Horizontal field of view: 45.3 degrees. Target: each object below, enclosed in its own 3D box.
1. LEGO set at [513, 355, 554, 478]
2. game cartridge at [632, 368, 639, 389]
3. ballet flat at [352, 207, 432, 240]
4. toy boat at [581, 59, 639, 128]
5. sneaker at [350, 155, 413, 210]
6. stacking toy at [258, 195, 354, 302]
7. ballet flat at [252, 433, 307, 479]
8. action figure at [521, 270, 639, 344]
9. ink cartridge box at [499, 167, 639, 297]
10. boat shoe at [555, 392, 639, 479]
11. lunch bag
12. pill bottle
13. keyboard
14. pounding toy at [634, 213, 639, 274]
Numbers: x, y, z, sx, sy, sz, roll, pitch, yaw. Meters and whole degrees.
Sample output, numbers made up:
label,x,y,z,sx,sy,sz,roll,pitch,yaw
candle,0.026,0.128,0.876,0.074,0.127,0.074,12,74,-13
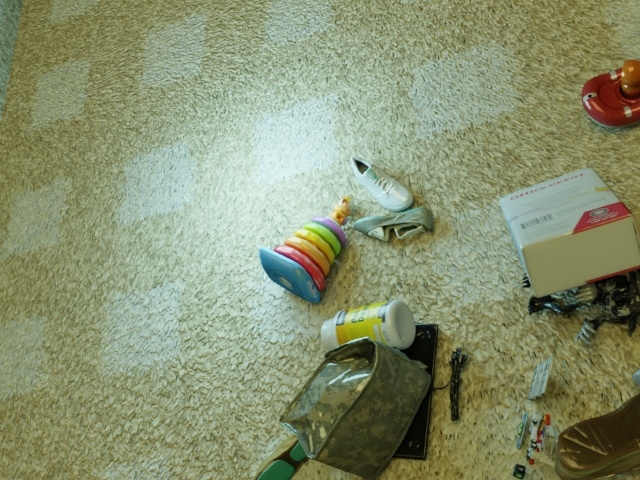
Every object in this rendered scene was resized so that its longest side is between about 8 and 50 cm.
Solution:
label,x,y,z,sx,sy,sz,roll,pitch,yaw
LEGO set,0.448,0.368,1.567,0.060,0.182,0.244,16,76,10
game cartridge,0.772,0.303,1.447,0.198,0.062,0.297,-33,53,-20
ballet flat,0.182,-0.033,1.960,0.213,0.072,0.068,-11,65,22
toy boat,0.729,-0.365,1.794,0.231,0.151,0.151,-19,58,18
sneaker,0.152,-0.154,2.021,0.080,0.094,0.212,-49,55,-4
stacking toy,0.000,0.000,2.008,0.166,0.175,0.302,25,65,34
ballet flat,-0.079,0.513,1.831,0.232,0.080,0.073,-42,26,0
action figure,0.571,0.136,1.623,0.276,0.164,0.141,6,29,35
ink cartridge box,0.526,-0.024,1.639,0.226,0.131,0.306,-19,18,13
boat shoe,0.620,0.383,1.504,0.341,0.110,0.121,-16,47,-1
lunch bag,0.091,0.352,1.685,0.287,0.235,0.169,-53,43,2
pill bottle,0.110,0.214,1.830,0.215,0.117,0.117,-15,59,34
keyboard,0.241,0.343,1.765,0.202,0.033,0.317,-5,64,33
pounding toy,0.704,-0.025,1.617,0.094,0.181,0.206,-11,61,23
